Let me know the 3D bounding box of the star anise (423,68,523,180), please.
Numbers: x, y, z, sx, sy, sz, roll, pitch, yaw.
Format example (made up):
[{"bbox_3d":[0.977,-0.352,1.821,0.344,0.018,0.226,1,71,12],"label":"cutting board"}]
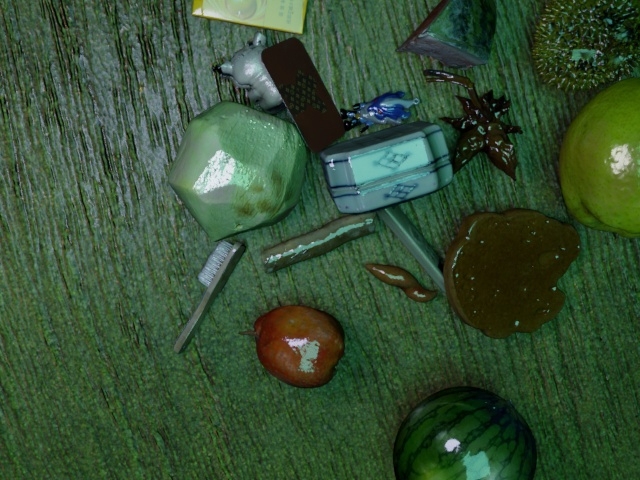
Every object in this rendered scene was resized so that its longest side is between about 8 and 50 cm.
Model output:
[{"bbox_3d":[0.365,-0.287,1.828,0.237,0.148,0.346,-41,109,1],"label":"star anise"}]

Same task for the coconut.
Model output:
[{"bbox_3d":[-0.194,-0.148,1.747,0.328,0.281,0.329,-16,116,-36],"label":"coconut"}]

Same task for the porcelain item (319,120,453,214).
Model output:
[{"bbox_3d":[0.150,-0.169,1.760,0.281,0.286,0.157,-16,102,-3],"label":"porcelain item"}]

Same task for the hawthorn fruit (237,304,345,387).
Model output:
[{"bbox_3d":[-0.072,0.250,1.852,0.262,0.210,0.211,21,97,0],"label":"hawthorn fruit"}]

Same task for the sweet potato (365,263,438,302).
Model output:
[{"bbox_3d":[0.208,0.103,1.922,0.202,0.058,0.055,29,75,-7],"label":"sweet potato"}]

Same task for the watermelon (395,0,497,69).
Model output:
[{"bbox_3d":[0.305,-0.505,1.771,0.193,0.310,0.232,17,135,-6],"label":"watermelon"}]

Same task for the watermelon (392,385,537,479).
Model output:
[{"bbox_3d":[0.353,0.529,1.860,0.363,0.363,0.364,-1,99,-4],"label":"watermelon"}]

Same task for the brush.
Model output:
[{"bbox_3d":[-0.295,0.136,1.891,0.065,0.070,0.328,31,97,10],"label":"brush"}]

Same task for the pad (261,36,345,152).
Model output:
[{"bbox_3d":[-0.037,-0.348,1.791,0.004,0.181,0.267,-21,103,39],"label":"pad"}]

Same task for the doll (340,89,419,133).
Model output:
[{"bbox_3d":[0.148,-0.318,1.849,0.195,0.070,0.096,-14,69,2],"label":"doll"}]

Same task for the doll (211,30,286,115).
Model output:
[{"bbox_3d":[-0.143,-0.393,1.801,0.149,0.095,0.192,-44,102,6],"label":"doll"}]

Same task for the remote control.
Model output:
[{"bbox_3d":[0.241,0.010,1.895,0.038,0.090,0.309,-36,100,23],"label":"remote control"}]

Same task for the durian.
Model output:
[{"bbox_3d":[0.641,-0.496,1.786,0.291,0.225,0.291,8,130,10],"label":"durian"}]

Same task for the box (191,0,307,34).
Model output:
[{"bbox_3d":[-0.163,-0.589,1.794,0.269,0.043,0.153,8,98,-6],"label":"box"}]

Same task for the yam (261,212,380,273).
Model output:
[{"bbox_3d":[0.000,0.000,1.885,0.317,0.067,0.071,-21,141,0],"label":"yam"}]

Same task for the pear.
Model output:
[{"bbox_3d":[0.740,-0.180,1.766,0.390,0.391,0.391,-1,99,-4],"label":"pear"}]

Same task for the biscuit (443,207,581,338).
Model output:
[{"bbox_3d":[0.489,0.072,1.900,0.381,0.074,0.359,-24,111,-17],"label":"biscuit"}]
